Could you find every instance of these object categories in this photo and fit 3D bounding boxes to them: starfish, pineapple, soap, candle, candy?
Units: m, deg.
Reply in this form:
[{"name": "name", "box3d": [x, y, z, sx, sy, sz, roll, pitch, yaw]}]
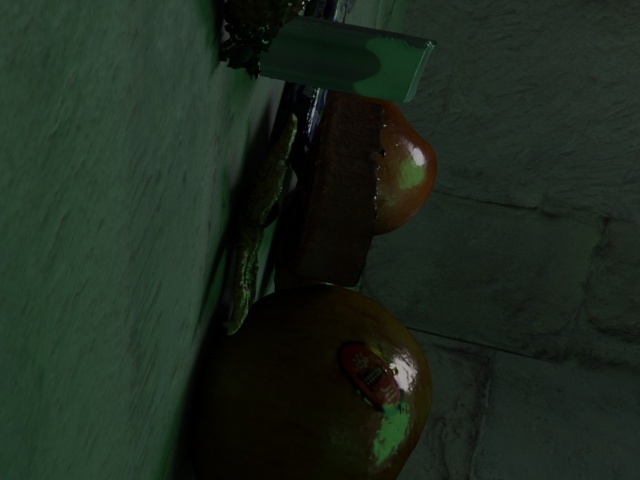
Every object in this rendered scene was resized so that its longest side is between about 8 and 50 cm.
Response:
[{"name": "starfish", "box3d": [-0.090, -0.030, 1.839, 0.299, 0.060, 0.302, -73, 180, -58]}, {"name": "pineapple", "box3d": [-0.069, -0.264, 1.460, 0.197, 0.108, 0.108, 116, -7, -52]}, {"name": "soap", "box3d": [0.032, -0.243, 1.738, 0.145, 0.230, 0.091, -52, 154, -75]}, {"name": "candle", "box3d": [0.014, -0.076, 1.945, 0.317, 0.131, 0.287, -125, -131, -80]}, {"name": "candy", "box3d": [-0.007, -0.292, 2.085, 0.088, 0.061, 0.312, 69, 34, -75]}]

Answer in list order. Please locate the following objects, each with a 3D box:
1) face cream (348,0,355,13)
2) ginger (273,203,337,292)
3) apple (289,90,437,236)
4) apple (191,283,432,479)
[{"name": "face cream", "box3d": [0.106, -0.569, 2.500, 0.154, 0.096, 0.274, -53, 169, -83]}, {"name": "ginger", "box3d": [0.000, 0.000, 2.362, 0.321, 0.172, 0.165, -54, -173, -31]}, {"name": "apple", "box3d": [0.074, -0.143, 2.212, 0.206, 0.272, 0.251, -36, -166, 17]}, {"name": "apple", "box3d": [-0.025, 0.258, 1.953, 0.400, 0.333, 0.400, -58, 176, -6]}]
